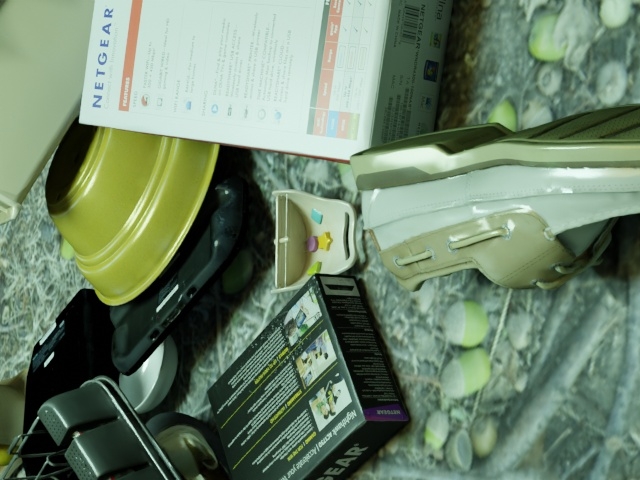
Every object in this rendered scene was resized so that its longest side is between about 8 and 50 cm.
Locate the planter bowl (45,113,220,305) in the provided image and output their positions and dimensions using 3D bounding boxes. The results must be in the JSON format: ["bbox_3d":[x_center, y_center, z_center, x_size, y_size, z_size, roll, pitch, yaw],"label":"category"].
[{"bbox_3d":[-0.184,-0.059,1.466,0.217,0.090,0.217,-42,34,37],"label":"planter bowl"}]

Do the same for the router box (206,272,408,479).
[{"bbox_3d":[-0.015,0.130,1.294,0.179,0.046,0.133,-48,49,39],"label":"router box"}]

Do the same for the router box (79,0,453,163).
[{"bbox_3d":[-0.036,-0.237,1.279,0.301,0.082,0.335,11,94,37],"label":"router box"}]

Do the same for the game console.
[{"bbox_3d":[-0.168,0.093,1.466,0.361,0.044,0.213,-48,35,31],"label":"game console"}]

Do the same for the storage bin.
[{"bbox_3d":[-0.274,-0.155,1.504,0.262,0.123,0.260,-60,13,-10],"label":"storage bin"}]

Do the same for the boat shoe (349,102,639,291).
[{"bbox_3d":[0.146,-0.024,1.059,0.302,0.113,0.103,-2,104,52],"label":"boat shoe"}]

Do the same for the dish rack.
[{"bbox_3d":[-0.212,0.273,1.381,0.208,0.074,0.271,52,125,28],"label":"dish rack"}]

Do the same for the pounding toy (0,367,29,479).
[{"bbox_3d":[-0.405,0.219,1.724,0.269,0.155,0.154,-26,60,49],"label":"pounding toy"}]

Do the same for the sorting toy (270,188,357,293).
[{"bbox_3d":[0.000,0.000,1.301,0.075,0.045,0.083,-8,77,46],"label":"sorting toy"}]

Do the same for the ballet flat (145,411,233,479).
[{"bbox_3d":[-0.100,0.204,1.374,0.203,0.074,0.074,55,127,39],"label":"ballet flat"}]

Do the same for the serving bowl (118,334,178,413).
[{"bbox_3d":[-0.152,0.120,1.493,0.083,0.027,0.083,-39,39,42],"label":"serving bowl"}]
